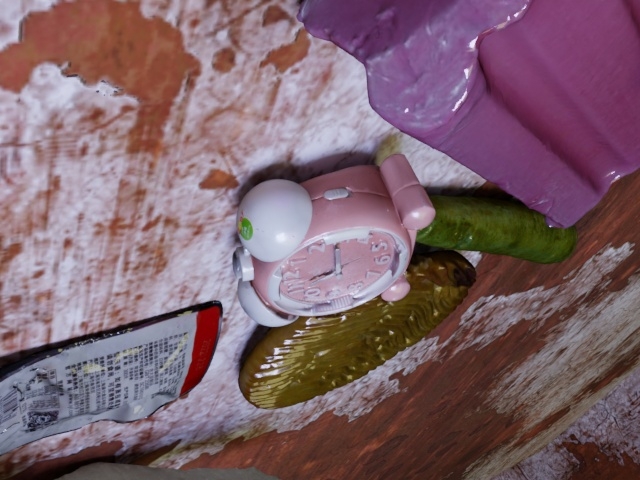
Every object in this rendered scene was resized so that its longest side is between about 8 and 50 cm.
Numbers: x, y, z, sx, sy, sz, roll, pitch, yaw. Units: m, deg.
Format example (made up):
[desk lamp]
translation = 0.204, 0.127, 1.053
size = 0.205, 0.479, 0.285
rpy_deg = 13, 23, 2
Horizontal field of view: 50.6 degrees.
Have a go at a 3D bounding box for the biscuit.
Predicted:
[biscuit]
translation = 0.048, 0.115, 0.815
size = 0.318, 0.040, 0.318
rpy_deg = -24, 155, -12

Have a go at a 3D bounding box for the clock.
[clock]
translation = 0.000, 0.000, 0.594
size = 0.162, 0.093, 0.166
rpy_deg = -13, 146, -16

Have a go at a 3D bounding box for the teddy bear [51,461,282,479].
[teddy bear]
translation = -0.245, 0.447, 0.786
size = 0.375, 0.327, 0.362
rpy_deg = 18, 102, -17

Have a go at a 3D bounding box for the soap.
[soap]
translation = 0.180, -0.149, 0.502
size = 0.233, 0.128, 0.359
rpy_deg = -47, 148, 18

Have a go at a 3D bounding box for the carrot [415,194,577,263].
[carrot]
translation = 0.194, -0.016, 0.775
size = 0.358, 0.074, 0.074
rpy_deg = 6, 132, -45

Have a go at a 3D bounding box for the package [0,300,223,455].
[package]
translation = -0.207, 0.139, 0.640
size = 0.239, 0.030, 0.154
rpy_deg = -13, 143, -33

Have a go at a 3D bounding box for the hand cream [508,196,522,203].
[hand cream]
translation = 0.270, -0.076, 0.807
size = 0.102, 0.022, 0.035
rpy_deg = -43, 156, 24
